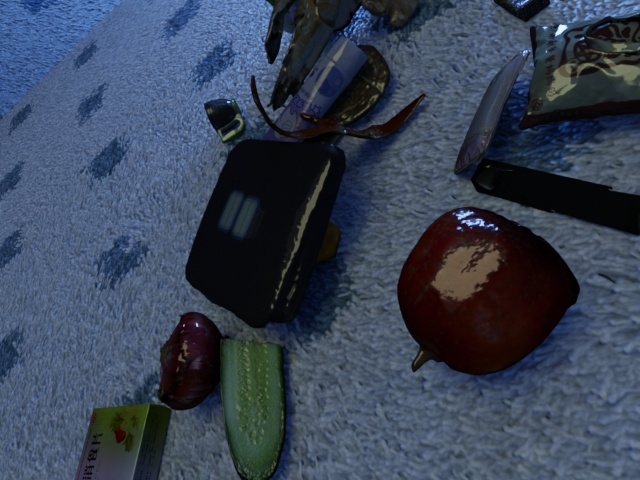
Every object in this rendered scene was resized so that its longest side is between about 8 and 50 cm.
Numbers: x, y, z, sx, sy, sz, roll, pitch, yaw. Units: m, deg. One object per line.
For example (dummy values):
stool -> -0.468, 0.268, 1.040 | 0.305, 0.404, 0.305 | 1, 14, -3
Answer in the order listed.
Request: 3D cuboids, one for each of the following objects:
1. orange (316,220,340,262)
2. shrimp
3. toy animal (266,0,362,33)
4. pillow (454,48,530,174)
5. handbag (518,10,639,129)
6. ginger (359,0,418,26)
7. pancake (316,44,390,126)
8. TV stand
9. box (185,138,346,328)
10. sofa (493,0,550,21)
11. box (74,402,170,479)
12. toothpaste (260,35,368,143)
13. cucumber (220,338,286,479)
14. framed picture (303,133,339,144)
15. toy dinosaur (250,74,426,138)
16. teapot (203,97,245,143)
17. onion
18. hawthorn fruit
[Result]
orange -> 0.000, 0.000, 0.955 | 0.086, 0.062, 0.086 | -16, 58, 26
shrimp -> -0.061, -0.474, 1.130 | 0.247, 0.085, 0.360 | 37, 114, 46
toy animal -> -0.040, -0.646, 1.285 | 0.267, 0.212, 0.212 | 29, 82, 42
pillow -> 0.296, -0.223, 0.857 | 0.038, 0.130, 0.232 | 26, 79, -1
handbag -> 0.439, -0.277, 0.767 | 0.235, 0.127, 0.212 | -1, 61, 33
ginger -> 0.127, -0.594, 1.157 | 0.074, 0.213, 0.137 | -37, 26, 58
pancake -> 0.045, -0.349, 1.138 | 0.250, 0.031, 0.249 | -19, 55, 29
TV stand -> 0.357, -0.072, 0.756 | 0.257, 0.040, 0.048 | 26, 80, 43
box -> -0.119, -0.031, 0.980 | 0.350, 0.091, 0.358 | 16, 86, 48
sofa -> 0.398, -0.492, 0.991 | 0.060, 0.039, 0.117 | -36, 48, 13
box -> -0.397, 0.456, 0.955 | 0.175, 0.062, 0.260 | -15, 56, 28
toothpaste -> -0.040, -0.280, 1.106 | 0.371, 0.080, 0.125 | -50, 47, 15
cucumber -> -0.116, 0.291, 0.848 | 0.115, 0.063, 0.243 | -1, 53, -6
framed picture -> -0.007, -0.279, 1.167 | 0.197, 0.014, 0.252 | 31, 83, 43
toy dinosaur -> 0.041, -0.253, 0.963 | 0.328, 0.112, 0.206 | 6, 20, 4
teapot -> -0.254, -0.333, 1.347 | 0.091, 0.124, 0.092 | -24, 8, 2
onion -> -0.228, 0.226, 0.930 | 0.147, 0.184, 0.183 | 4, 56, -10
hawthorn fruit -> 0.203, 0.079, 0.674 | 0.215, 0.215, 0.249 | 35, 90, 43
